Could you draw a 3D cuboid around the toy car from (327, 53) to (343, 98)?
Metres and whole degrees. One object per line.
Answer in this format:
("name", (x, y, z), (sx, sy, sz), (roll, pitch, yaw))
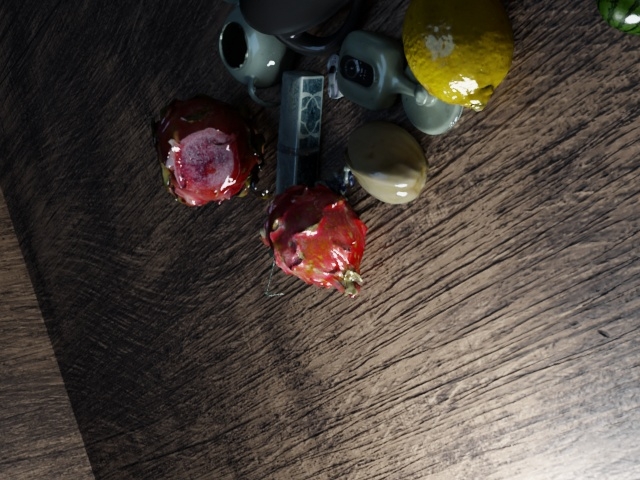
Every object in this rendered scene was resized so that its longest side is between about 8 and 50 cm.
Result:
("toy car", (0.031, -0.343, 2.072), (0.041, 0.025, 0.093), (4, 102, 49))

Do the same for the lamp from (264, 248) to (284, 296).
("lamp", (-0.106, 0.069, 2.320), (0.041, 0.054, 0.121), (21, 114, 47))

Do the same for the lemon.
("lemon", (0.234, -0.341, 1.694), (0.188, 0.188, 0.256), (-20, 78, 51))

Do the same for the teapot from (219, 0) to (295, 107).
("teapot", (-0.146, -0.429, 2.185), (0.193, 0.129, 0.294), (-28, 77, 51))

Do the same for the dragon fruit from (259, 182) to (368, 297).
("dragon fruit", (0.000, 0.000, 2.051), (0.268, 0.205, 0.210), (55, 136, 25))

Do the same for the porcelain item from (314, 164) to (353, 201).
("porcelain item", (0.041, -0.110, 2.122), (0.136, 0.021, 0.075), (-26, 83, 51))

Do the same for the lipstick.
("lipstick", (-0.046, -0.224, 2.154), (0.076, 0.077, 0.289), (22, 114, 47))

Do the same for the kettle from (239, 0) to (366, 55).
("kettle", (-0.034, -0.498, 1.988), (0.268, 0.207, 0.290), (42, 138, -10))

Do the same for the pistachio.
("pistachio", (0.125, -0.153, 1.918), (0.238, 0.153, 0.137), (-117, 43, -61))

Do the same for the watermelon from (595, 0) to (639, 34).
("watermelon", (0.476, -0.387, 1.423), (0.140, 0.141, 0.187), (50, 130, 31))

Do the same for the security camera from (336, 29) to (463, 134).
("security camera", (0.148, -0.304, 1.902), (0.301, 0.080, 0.157), (31, 122, 39))

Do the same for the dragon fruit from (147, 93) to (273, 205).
("dragon fruit", (-0.258, -0.218, 2.299), (0.291, 0.269, 0.250), (-107, 10, -72))
